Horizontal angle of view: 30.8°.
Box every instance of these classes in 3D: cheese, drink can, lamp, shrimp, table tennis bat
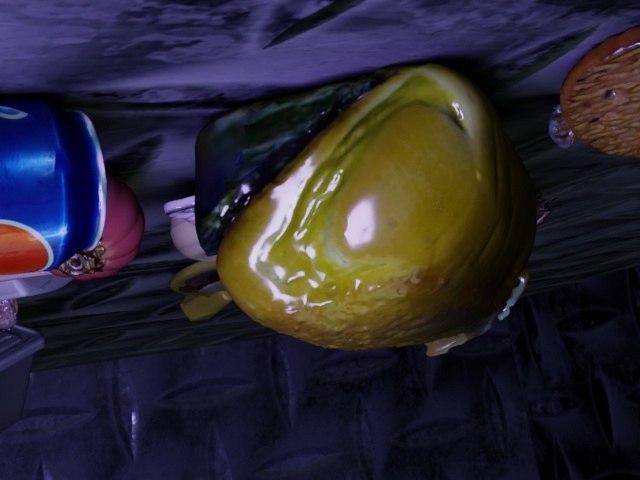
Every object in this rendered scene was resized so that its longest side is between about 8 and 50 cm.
[{"bbox_3d":[-0.096,-0.023,1.152,0.137,0.064,0.227,-16,172,13],"label":"cheese"},{"bbox_3d":[-0.244,-0.031,0.725,0.205,0.118,0.118,-8,172,-29],"label":"drink can"},{"bbox_3d":[-0.201,-0.014,0.972,0.108,0.092,0.107,-1,139,-1],"label":"lamp"},{"bbox_3d":[0.248,-0.035,1.510,0.073,0.074,0.190,19,166,-25],"label":"shrimp"},{"bbox_3d":[-0.134,0.063,1.745,0.224,0.054,0.369,-6,167,-27],"label":"table tennis bat"}]

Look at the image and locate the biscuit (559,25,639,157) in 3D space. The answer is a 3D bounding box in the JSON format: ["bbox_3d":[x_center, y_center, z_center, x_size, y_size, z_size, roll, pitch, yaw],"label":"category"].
[{"bbox_3d":[0.284,-0.120,0.922,0.188,0.027,0.188,1,155,1],"label":"biscuit"}]

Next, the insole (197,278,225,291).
[{"bbox_3d":[-0.041,0.033,1.505,0.119,0.009,0.348,-1,168,-42],"label":"insole"}]

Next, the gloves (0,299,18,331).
[{"bbox_3d":[-0.456,0.101,1.469,0.144,0.094,0.110,-17,-175,-14],"label":"gloves"}]

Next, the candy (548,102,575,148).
[{"bbox_3d":[0.277,-0.121,1.008,0.182,0.053,0.046,-18,162,34],"label":"candy"}]

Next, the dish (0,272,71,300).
[{"bbox_3d":[-0.350,0.025,1.150,0.234,0.064,0.154,-6,171,-23],"label":"dish"}]

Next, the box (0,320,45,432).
[{"bbox_3d":[-0.492,0.194,1.549,0.163,0.135,0.243,15,-164,14],"label":"box"}]

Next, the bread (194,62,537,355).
[{"bbox_3d":[0.052,-0.014,0.974,0.251,0.208,0.376,-17,167,12],"label":"bread"}]
